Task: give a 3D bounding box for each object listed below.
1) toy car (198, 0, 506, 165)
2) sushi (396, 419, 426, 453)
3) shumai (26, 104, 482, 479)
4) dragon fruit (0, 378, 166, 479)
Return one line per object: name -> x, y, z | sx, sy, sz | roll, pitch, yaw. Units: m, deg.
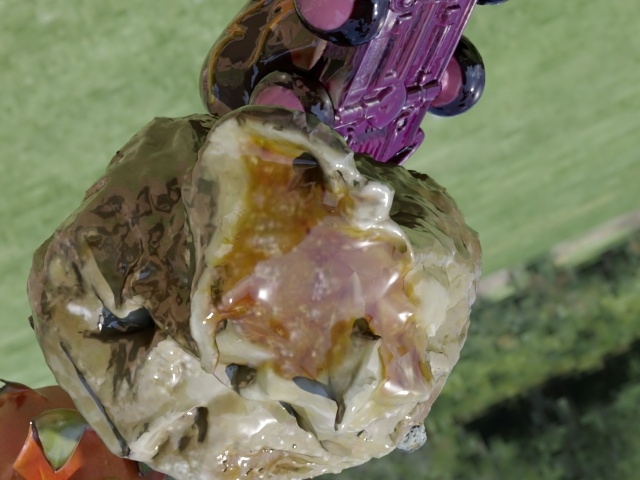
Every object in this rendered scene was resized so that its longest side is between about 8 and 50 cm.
toy car -> 0.005, -0.214, 1.660 | 0.271, 0.240, 0.341 | -20, 140, -53
sushi -> 0.076, 0.171, 1.991 | 0.044, 0.046, 0.083 | -23, -144, -3
shumai -> 0.000, 0.000, 1.253 | 0.314, 0.267, 0.262 | -13, 163, -30
dragon fruit -> -0.234, 0.248, 1.878 | 0.224, 0.227, 0.224 | -19, 156, -9
